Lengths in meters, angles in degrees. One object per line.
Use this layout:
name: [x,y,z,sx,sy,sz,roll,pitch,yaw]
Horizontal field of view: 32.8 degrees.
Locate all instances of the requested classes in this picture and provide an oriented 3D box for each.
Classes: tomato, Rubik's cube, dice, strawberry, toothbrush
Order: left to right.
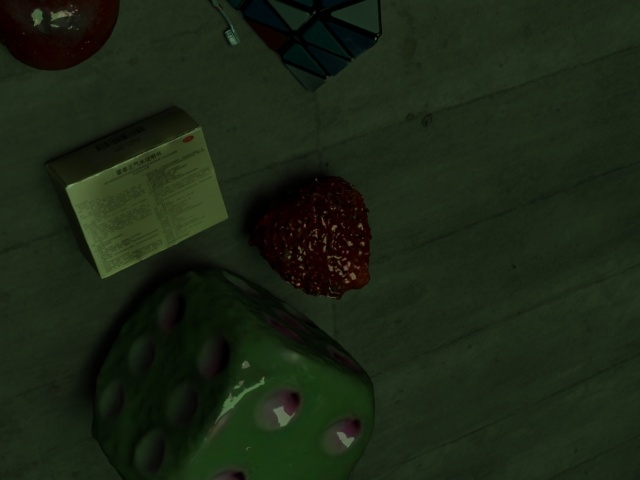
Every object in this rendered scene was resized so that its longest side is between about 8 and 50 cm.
tomato: [-0.334,-0.301,1.378,0.173,0.099,0.189,-31,127,-12]
toothbrush: [-0.159,-0.349,1.519,0.019,0.013,0.193,-32,130,-3]
dice: [-0.137,0.249,1.674,0.330,0.318,0.322,29,97,-41]
Rubik's cube: [-0.010,-0.398,1.561,0.250,0.284,0.234,32,75,-8]
strawberry: [0.000,0.000,1.707,0.186,0.201,0.184,1,135,-53]

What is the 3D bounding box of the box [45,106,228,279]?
box: [-0.260,-0.071,1.559,0.212,0.095,0.168,-27,129,-18]
